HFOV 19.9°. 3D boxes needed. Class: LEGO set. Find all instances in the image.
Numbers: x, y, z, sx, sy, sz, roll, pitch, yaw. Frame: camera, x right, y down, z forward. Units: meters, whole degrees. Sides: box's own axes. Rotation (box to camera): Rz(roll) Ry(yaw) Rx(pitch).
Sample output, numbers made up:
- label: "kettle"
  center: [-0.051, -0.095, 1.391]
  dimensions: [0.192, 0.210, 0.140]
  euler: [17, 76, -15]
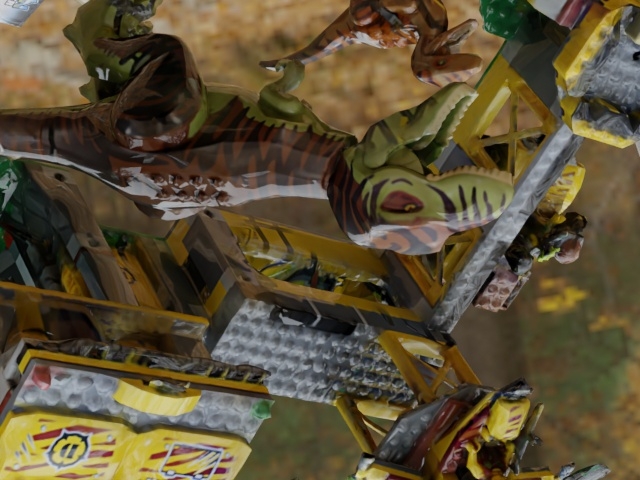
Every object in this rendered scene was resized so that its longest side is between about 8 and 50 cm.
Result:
- label: "LEGO set"
  center: [0.000, 0.000, 0.520]
  dimensions: [0.331, 0.192, 0.255]
  euler: [22, 114, -41]

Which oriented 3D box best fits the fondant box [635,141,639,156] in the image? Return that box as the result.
- label: "fondant box"
  center: [0.391, -0.068, 1.231]
  dimensions: [0.330, 0.238, 0.096]
  euler: [-23, 157, 21]

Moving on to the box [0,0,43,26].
- label: "box"
  center: [-0.199, -0.230, 1.241]
  dimensions: [0.114, 0.036, 0.207]
  euler: [11, 140, -44]

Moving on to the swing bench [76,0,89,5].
- label: "swing bench"
  center: [-0.188, -0.261, 0.881]
  dimensions: [0.254, 0.165, 0.253]
  euler: [18, -151, -21]
